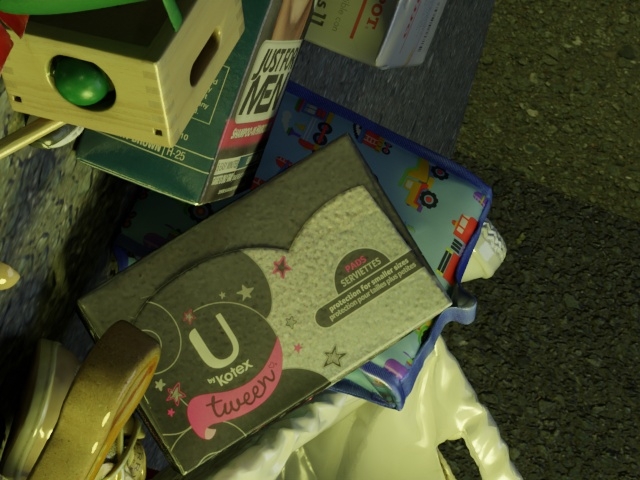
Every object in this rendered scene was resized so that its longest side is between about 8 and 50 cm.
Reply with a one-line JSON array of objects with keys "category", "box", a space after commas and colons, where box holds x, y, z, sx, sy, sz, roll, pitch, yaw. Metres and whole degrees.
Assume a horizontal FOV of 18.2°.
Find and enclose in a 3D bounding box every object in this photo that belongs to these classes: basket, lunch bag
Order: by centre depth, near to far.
[{"category": "lunch bag", "box": [0.000, 0.000, 1.715, 0.138, 0.293, 0.221, 97, 17, -60]}, {"category": "basket", "box": [0.006, 0.302, 1.796, 0.331, 0.328, 0.266, -35, -172, -39]}]

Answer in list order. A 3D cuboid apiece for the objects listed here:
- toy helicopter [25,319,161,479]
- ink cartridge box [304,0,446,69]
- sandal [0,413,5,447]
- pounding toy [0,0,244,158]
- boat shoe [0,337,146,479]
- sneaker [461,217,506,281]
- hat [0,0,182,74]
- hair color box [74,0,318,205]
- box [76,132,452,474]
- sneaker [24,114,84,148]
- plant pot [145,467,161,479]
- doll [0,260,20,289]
[{"category": "toy helicopter", "box": [-0.208, 0.213, 1.330, 0.355, 0.140, 0.235, -62, 171, 10]}, {"category": "ink cartridge box", "box": [0.064, -0.286, 2.019, 0.353, 0.119, 0.207, -30, 142, -79]}, {"category": "sandal", "box": [-0.242, 0.138, 1.321, 0.254, 0.054, 0.097, 41, 71, -82]}, {"category": "pounding toy", "box": [-0.133, -0.110, 1.201, 0.100, 0.130, 0.141, 83, 27, -49]}, {"category": "boat shoe", "box": [-0.180, 0.152, 1.537, 0.302, 0.098, 0.109, 98, 7, -72]}, {"category": "sneaker", "box": [0.004, 0.042, 1.897, 0.137, 0.366, 0.210, 49, 64, -33]}, {"category": "hat", "box": [-0.184, -0.156, 1.057, 0.173, 0.183, 0.208, 83, -13, -87]}, {"category": "hair color box", "box": [-0.057, -0.208, 1.471, 0.174, 0.105, 0.347, -31, 141, -78]}, {"category": "box", "box": [-0.047, 0.053, 1.559, 0.247, 0.163, 0.142, -32, 179, -7]}, {"category": "sneaker", "box": [-0.165, -0.105, 1.293, 0.044, 0.040, 0.109, 75, 31, -49]}, {"category": "plant pot", "box": [-0.140, 0.386, 2.028, 0.267, 0.267, 0.236, -61, 156, -43]}, {"category": "doll", "box": [-0.240, 0.087, 1.174, 0.129, 0.046, 0.189, 56, 47, -56]}]
